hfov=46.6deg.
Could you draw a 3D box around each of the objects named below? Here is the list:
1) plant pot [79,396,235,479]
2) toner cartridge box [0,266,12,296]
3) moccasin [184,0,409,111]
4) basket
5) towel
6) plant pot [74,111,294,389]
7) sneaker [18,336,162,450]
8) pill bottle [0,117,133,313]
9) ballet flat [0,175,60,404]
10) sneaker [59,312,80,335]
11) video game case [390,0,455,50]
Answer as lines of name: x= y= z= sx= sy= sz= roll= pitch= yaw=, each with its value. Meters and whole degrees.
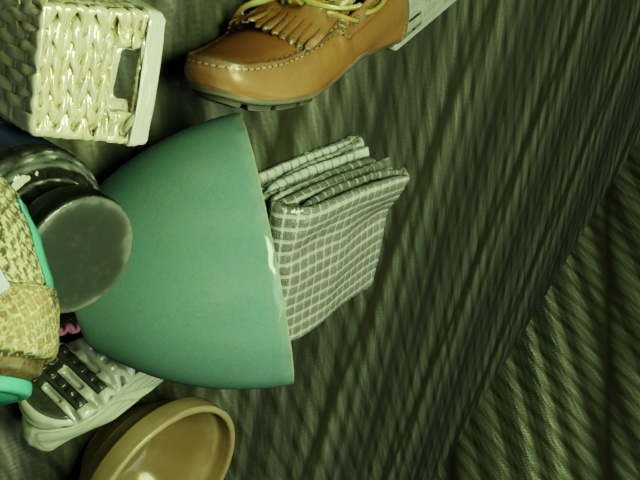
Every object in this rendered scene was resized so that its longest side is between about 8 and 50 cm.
plant pot: x=-0.233 y=0.296 z=0.977 sx=0.237 sy=0.109 sz=0.237 roll=-37 pitch=141 yaw=-36
toner cartridge box: x=-0.325 y=-0.030 z=0.361 sx=0.165 sy=0.347 sz=0.075 roll=-41 pitch=144 yaw=-31
moccasin: x=-0.010 y=-0.255 z=0.855 sx=0.380 sy=0.139 sz=0.147 roll=-34 pitch=138 yaw=-39
basket: x=-0.220 y=-0.153 z=0.605 sx=0.103 sy=0.167 sz=0.113 roll=-9 pitch=120 yaw=-46
towel: x=0.000 y=0.000 z=1.083 sx=0.283 sy=0.121 sz=0.235 roll=-27 pitch=135 yaw=-44
plant pot: x=-0.152 y=0.028 z=0.778 sx=0.195 sy=0.290 sz=0.290 roll=-12 pitch=132 yaw=-7
sneaker: x=-0.232 y=0.145 z=0.889 sx=0.292 sy=0.110 sz=0.118 roll=-29 pitch=155 yaw=-45
pill bottle: x=-0.253 y=-0.031 z=0.588 sx=0.123 sy=0.219 sz=0.123 roll=-35 pitch=140 yaw=-37
ballet flat: x=-0.403 y=0.052 z=0.432 sx=0.482 sy=0.182 sz=0.164 roll=-12 pitch=164 yaw=-8
sneaker: x=-0.295 y=0.079 z=0.788 sx=0.119 sy=0.047 sz=0.057 roll=-24 pitch=126 yaw=-57
video game case: x=0.157 y=-0.409 z=1.095 sx=0.201 sy=0.023 sz=0.183 roll=-43 pitch=144 yaw=-27
